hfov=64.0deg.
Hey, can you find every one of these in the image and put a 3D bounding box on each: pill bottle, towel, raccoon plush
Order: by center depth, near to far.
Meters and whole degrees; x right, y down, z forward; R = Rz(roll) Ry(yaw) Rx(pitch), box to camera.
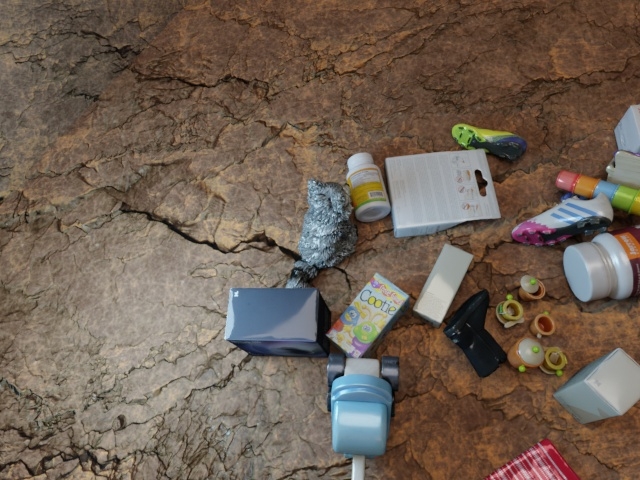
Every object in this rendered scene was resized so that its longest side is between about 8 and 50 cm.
[{"bbox_3d":[0.637,0.751,1.536,0.275,0.031,0.199,-31,65,-4],"label":"towel"},{"bbox_3d":[1.021,0.064,1.656,0.392,0.224,0.224,-13,66,3],"label":"pill bottle"},{"bbox_3d":[0.000,0.000,1.814,0.216,0.299,0.446,12,70,14],"label":"raccoon plush"},{"bbox_3d":[0.176,-0.207,1.962,0.136,0.136,0.246,-13,65,4],"label":"pill bottle"}]

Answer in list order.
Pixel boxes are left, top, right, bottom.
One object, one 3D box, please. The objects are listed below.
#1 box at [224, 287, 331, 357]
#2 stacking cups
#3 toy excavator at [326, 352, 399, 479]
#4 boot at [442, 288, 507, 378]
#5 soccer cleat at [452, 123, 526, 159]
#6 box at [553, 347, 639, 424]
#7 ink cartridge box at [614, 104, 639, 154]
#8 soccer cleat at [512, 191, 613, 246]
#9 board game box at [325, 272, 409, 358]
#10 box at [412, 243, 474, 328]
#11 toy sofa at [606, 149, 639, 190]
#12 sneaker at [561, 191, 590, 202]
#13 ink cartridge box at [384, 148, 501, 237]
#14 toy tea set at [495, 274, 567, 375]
[{"bbox_3d":[-0.131,0.282,1.719,0.296,0.294,0.183,-1,67,10],"label":"box"},{"bbox_3d":[0.975,-0.169,1.747,0.316,0.096,0.096,30,75,32],"label":"stacking cups"},{"bbox_3d":[0.115,0.625,1.549,0.222,0.433,0.445,3,40,7],"label":"toy excavator"},{"bbox_3d":[0.539,0.308,1.703,0.207,0.094,0.246,50,56,0],"label":"boot"},{"bbox_3d":[0.658,-0.393,2.003,0.289,0.093,0.121,23,42,22],"label":"soccer cleat"},{"bbox_3d":[0.809,0.431,1.488,0.148,0.311,0.121,-39,67,-8],"label":"box"},{"bbox_3d":[1.221,-0.380,1.842,0.232,0.168,0.171,-3,67,8],"label":"ink cartridge box"},{"bbox_3d":[0.824,-0.072,1.753,0.331,0.116,0.143,-14,50,45],"label":"soccer cleat"},{"bbox_3d":[0.165,0.274,1.755,0.142,0.144,0.275,36,77,21],"label":"board game box"},{"bbox_3d":[0.426,0.159,1.788,0.113,0.094,0.275,26,73,18],"label":"box"},{"bbox_3d":[1.162,-0.211,1.708,0.362,0.177,0.150,21,40,34],"label":"toy sofa"},{"bbox_3d":[0.902,-0.120,1.845,0.087,0.083,0.221,27,68,33],"label":"sneaker"},{"bbox_3d":[0.451,-0.184,1.944,0.385,0.091,0.308,-5,66,1],"label":"ink cartridge box"},{"bbox_3d":[0.689,0.269,1.657,0.200,0.124,0.336,-2,65,-11],"label":"toy tea set"}]
